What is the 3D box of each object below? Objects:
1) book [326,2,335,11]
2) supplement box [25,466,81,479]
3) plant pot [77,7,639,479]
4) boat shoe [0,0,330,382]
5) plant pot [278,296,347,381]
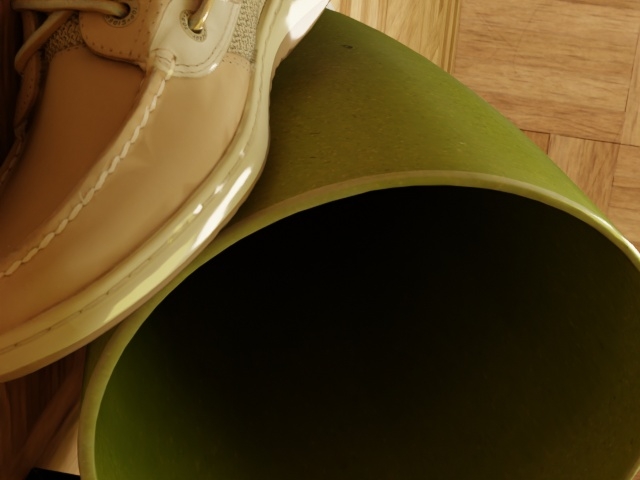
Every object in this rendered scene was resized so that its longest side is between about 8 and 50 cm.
[{"bbox_3d":[-0.020,-0.126,1.209,0.096,0.035,0.144,56,46,-75],"label":"book"},{"bbox_3d":[-0.127,0.173,0.729,0.083,0.056,0.083,-68,164,-55],"label":"supplement box"},{"bbox_3d":[0.000,0.000,0.782,0.293,0.274,0.275,-109,-163,-52],"label":"plant pot"},{"bbox_3d":[-0.084,-0.082,0.637,0.110,0.121,0.341,53,37,-26],"label":"boat shoe"},{"bbox_3d":[-0.022,0.118,0.969,0.205,0.205,0.188,-72,152,-44],"label":"plant pot"}]
